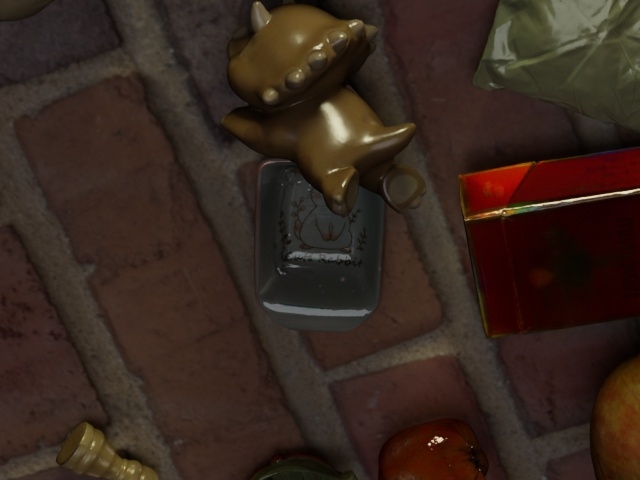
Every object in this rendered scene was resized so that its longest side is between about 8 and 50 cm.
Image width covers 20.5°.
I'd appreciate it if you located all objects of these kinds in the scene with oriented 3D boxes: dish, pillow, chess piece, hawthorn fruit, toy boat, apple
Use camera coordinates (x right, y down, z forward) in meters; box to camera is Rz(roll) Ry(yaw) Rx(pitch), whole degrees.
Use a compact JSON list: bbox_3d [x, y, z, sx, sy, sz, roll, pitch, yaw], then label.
[{"bbox_3d":[0.000,0.000,2.090,0.154,0.064,0.234,3,116,1],"label":"dish"},{"bbox_3d":[0.337,-0.252,1.941,0.280,0.076,0.274,16,117,-6],"label":"pillow"},{"bbox_3d":[-0.268,0.287,2.251,0.122,0.066,0.066,35,113,-21],"label":"chess piece"},{"bbox_3d":[0.136,0.288,2.193,0.138,0.133,0.133,-18,115,23],"label":"hawthorn fruit"},{"bbox_3d":[-0.039,0.314,2.245,0.185,0.071,0.089,-20,115,13],"label":"toy boat"},{"bbox_3d":[0.441,0.236,2.104,0.264,0.264,0.264,1,117,2],"label":"apple"}]

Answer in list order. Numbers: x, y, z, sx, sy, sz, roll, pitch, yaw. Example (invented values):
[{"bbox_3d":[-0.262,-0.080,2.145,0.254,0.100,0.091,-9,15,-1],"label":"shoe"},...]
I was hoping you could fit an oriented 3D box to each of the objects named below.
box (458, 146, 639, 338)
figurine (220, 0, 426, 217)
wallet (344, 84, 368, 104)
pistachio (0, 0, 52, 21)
[{"bbox_3d":[0.328,-0.003,2.039,0.313,0.089,0.197,-9,132,7],"label":"box"},{"bbox_3d":[0.008,-0.163,1.938,0.247,0.177,0.173,43,119,31],"label":"figurine"},{"bbox_3d":[0.014,-0.140,2.048,0.083,0.011,0.044,-38,109,20],"label":"wallet"},{"bbox_3d":[-0.292,-0.361,1.857,0.226,0.208,0.332,2,137,-43],"label":"pistachio"}]
